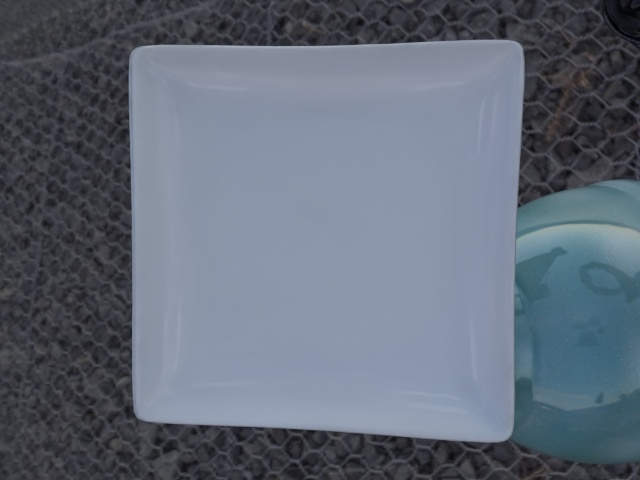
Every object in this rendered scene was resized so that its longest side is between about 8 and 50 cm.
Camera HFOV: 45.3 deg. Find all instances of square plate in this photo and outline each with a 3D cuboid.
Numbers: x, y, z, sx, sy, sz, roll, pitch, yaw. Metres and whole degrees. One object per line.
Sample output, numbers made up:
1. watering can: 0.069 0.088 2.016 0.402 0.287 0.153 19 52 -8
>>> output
1. square plate: 0.000 0.000 0.691 0.346 0.049 0.344 1 95 8

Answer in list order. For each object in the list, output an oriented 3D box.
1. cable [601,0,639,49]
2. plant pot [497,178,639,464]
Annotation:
1. cable: 0.257 -0.125 0.488 0.184 0.150 0.047 32 107 34
2. plant pot: 0.228 0.089 0.776 0.293 0.196 0.293 176 90 -73
